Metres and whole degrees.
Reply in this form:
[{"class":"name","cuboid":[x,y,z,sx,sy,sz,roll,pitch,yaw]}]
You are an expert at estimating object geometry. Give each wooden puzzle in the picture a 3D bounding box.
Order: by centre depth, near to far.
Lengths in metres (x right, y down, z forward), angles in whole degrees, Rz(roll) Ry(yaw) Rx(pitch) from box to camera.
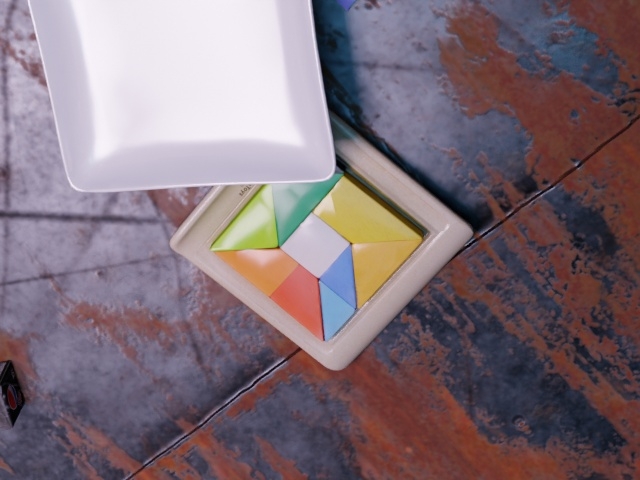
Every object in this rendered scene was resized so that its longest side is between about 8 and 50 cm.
[{"class":"wooden puzzle","cuboid":[0.000,0.000,1.310,0.239,0.044,0.221,37,111,-13]}]

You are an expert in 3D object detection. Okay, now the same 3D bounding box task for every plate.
[{"class":"plate","cuboid":[-0.131,-0.184,1.215,0.278,0.045,0.277,-2,114,15]}]

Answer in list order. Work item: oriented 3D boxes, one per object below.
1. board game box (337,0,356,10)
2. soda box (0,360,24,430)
[{"class":"board game box","cuboid":[-0.001,-0.326,1.168,0.201,0.035,0.136,42,110,-15]},{"class":"soda box","cuboid":[-0.415,0.179,1.407,0.169,0.053,0.060,-9,113,7]}]
